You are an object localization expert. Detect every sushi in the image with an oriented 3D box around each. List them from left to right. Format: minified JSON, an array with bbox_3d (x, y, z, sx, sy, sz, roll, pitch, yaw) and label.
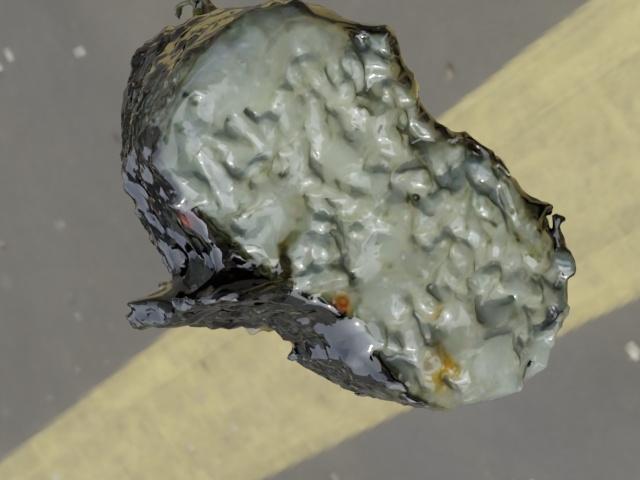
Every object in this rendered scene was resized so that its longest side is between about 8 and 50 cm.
[{"bbox_3d":[0.000,0.000,0.649,0.212,0.147,0.115,38,158,-23],"label":"sushi"}]
